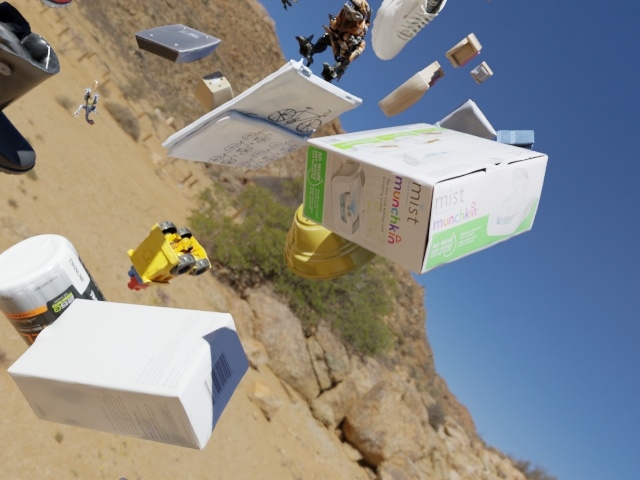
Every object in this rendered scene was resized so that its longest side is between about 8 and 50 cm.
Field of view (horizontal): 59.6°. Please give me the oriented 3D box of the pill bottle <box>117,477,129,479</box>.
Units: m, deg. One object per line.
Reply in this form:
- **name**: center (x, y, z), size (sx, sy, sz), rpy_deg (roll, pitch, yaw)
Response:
- **pill bottle**: center (-0.328, 0.539, 1.080), size (0.184, 0.103, 0.103), rpy_deg (25, -13, 13)

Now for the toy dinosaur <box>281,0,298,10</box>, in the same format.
- **toy dinosaur**: center (-0.107, -0.641, 1.383), size (0.268, 0.064, 0.118), rpy_deg (21, 42, -20)

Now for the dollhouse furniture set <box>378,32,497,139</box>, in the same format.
- **dollhouse furniture set**: center (0.358, -0.331, 1.500), size (0.303, 0.286, 0.198), rpy_deg (53, 35, -7)

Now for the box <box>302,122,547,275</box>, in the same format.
- **box**: center (0.147, -0.079, 0.798), size (0.231, 0.261, 0.127), rpy_deg (27, -57, 41)

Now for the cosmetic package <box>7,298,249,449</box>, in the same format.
- **cosmetic package**: center (-0.367, 0.248, 1.090), size (0.384, 0.217, 0.156), rpy_deg (2, -55, 21)

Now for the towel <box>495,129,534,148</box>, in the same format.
- **towel**: center (0.631, -0.329, 1.818), size (0.119, 0.067, 0.029), rpy_deg (3, -32, 20)

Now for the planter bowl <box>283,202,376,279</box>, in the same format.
- **planter bowl**: center (0.015, -0.033, 1.089), size (0.217, 0.217, 0.090), rpy_deg (45, -18, 51)

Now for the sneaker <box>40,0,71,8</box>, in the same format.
- **sneaker**: center (-0.700, -0.672, 1.394), size (0.107, 0.118, 0.279), rpy_deg (57, 17, 4)

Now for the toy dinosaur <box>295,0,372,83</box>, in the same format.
- **toy dinosaur**: center (0.068, -0.567, 1.644), size (0.164, 0.218, 0.322), rpy_deg (42, -18, 32)

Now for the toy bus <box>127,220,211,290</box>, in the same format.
- **toy bus**: center (-0.457, 0.070, 1.633), size (0.149, 0.211, 0.220), rpy_deg (54, 8, 16)

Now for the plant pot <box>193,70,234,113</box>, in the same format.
- **plant pot**: center (-0.367, -0.523, 1.952), size (0.109, 0.109, 0.096), rpy_deg (54, -26, 14)

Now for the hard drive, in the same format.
- **hard drive**: center (-0.435, -0.608, 1.725), size (0.171, 0.054, 0.255), rpy_deg (23, 31, 8)

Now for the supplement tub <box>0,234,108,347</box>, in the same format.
- **supplement tub**: center (-0.634, 0.171, 1.363), size (0.207, 0.207, 0.338), rpy_deg (45, -23, 51)

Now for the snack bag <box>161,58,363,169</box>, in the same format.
- **snack bag**: center (-0.103, -0.241, 1.173), size (0.323, 0.342, 0.037), rpy_deg (1, 68, -62)

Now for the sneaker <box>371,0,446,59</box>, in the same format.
- **sneaker**: center (0.188, -0.465, 1.137), size (0.090, 0.235, 0.095), rpy_deg (2, 45, -37)

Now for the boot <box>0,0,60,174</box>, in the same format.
- **boot**: center (-0.870, -0.400, 1.574), size (0.367, 0.445, 0.146), rpy_deg (41, 35, -36)

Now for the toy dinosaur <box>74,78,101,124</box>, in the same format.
- **toy dinosaur**: center (-0.525, -0.310, 1.289), size (0.047, 0.090, 0.082), rpy_deg (24, -38, -12)
